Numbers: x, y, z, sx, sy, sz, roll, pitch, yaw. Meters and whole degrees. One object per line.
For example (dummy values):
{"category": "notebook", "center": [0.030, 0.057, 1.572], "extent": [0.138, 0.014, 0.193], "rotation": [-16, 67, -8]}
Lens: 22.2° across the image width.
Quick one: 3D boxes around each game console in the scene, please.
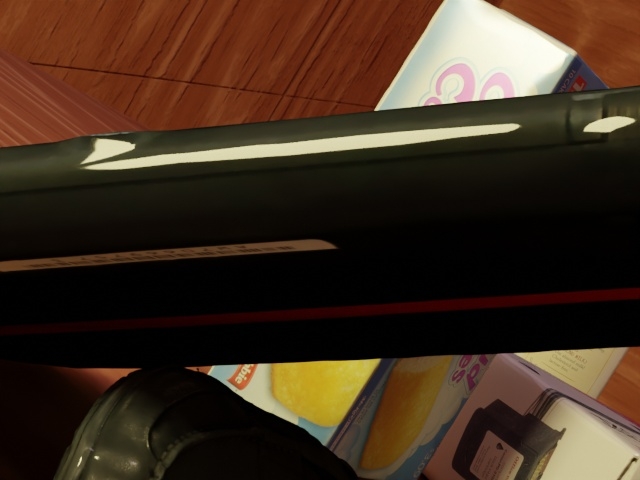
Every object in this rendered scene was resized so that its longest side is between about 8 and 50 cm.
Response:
{"category": "game console", "center": [0.000, 0.000, 0.579], "extent": [0.386, 0.060, 0.342], "rotation": [-5, -11, 19]}

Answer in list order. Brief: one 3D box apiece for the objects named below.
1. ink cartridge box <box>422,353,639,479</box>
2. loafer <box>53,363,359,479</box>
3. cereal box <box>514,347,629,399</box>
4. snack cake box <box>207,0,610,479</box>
{"category": "ink cartridge box", "center": [0.174, 0.163, 1.029], "extent": [0.172, 0.100, 0.237], "rotation": [29, 4, -26]}
{"category": "loafer", "center": [-0.028, 0.088, 0.534], "extent": [0.078, 0.076, 0.223], "rotation": [24, -2, 14]}
{"category": "cereal box", "center": [0.145, 0.050, 1.213], "extent": [0.173, 0.240, 0.047], "rotation": [32, 4, 6]}
{"category": "snack cake box", "center": [0.064, 0.005, 0.940], "extent": [0.089, 0.264, 0.152], "rotation": [34, 4, 28]}
